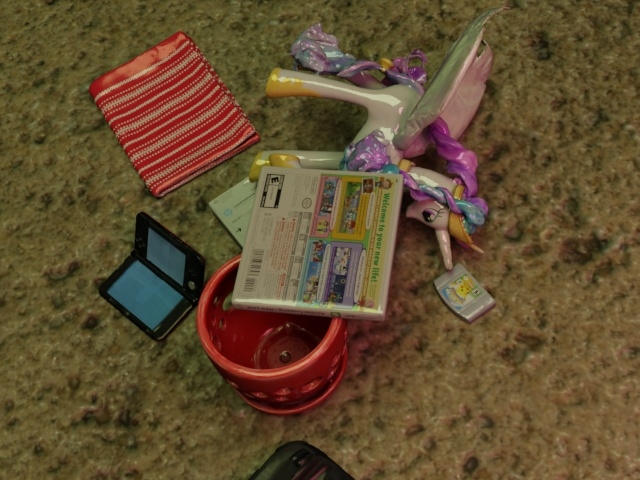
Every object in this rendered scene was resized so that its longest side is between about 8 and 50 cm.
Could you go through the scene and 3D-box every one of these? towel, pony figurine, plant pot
[{"bbox_3d":[-0.244,-0.212,1.745,0.199,0.031,0.275,-31,59,-7],"label":"towel"},{"bbox_3d":[0.109,-0.172,1.522,0.364,0.303,0.351,21,89,13],"label":"pony figurine"},{"bbox_3d":[-0.052,0.129,1.415,0.191,0.174,0.191,-5,58,9],"label":"plant pot"}]

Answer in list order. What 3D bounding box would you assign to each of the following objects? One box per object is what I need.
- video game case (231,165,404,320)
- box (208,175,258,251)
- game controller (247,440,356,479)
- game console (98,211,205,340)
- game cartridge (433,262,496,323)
[{"bbox_3d":[0.000,0.000,1.371,0.193,0.023,0.212,4,58,10],"label":"video game case"},{"bbox_3d":[-0.057,-0.027,1.591,0.145,0.038,0.186,-35,60,-12],"label":"box"},{"bbox_3d":[-0.075,0.403,1.325,0.166,0.067,0.319,41,73,10],"label":"game controller"},{"bbox_3d":[-0.248,0.050,1.557,0.144,0.124,0.085,35,45,26],"label":"game console"},{"bbox_3d":[0.197,0.074,1.493,0.056,0.017,0.083,-37,59,-7],"label":"game cartridge"}]
